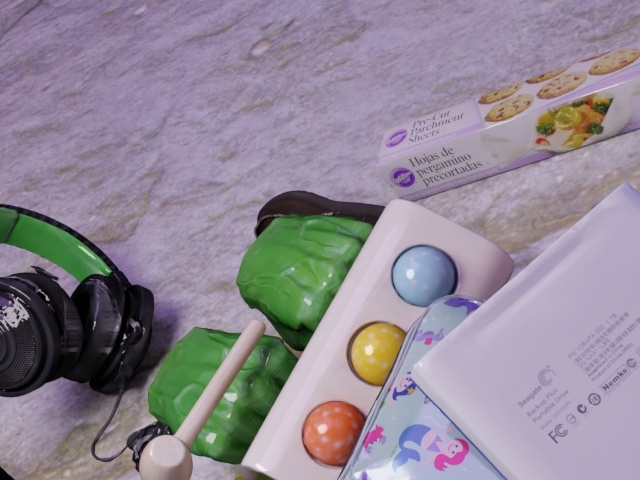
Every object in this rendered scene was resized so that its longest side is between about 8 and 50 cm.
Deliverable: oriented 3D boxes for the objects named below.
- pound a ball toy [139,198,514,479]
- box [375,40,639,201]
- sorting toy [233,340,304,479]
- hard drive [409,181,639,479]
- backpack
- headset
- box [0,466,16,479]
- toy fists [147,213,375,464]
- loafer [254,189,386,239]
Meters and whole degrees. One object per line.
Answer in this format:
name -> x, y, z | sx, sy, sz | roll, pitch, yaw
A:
pound a ball toy -> 0.005, 0.111, 1.339 | 0.208, 0.136, 0.319 | 28, 71, 9
box -> 0.210, -0.121, 1.618 | 0.324, 0.063, 0.067 | -17, 36, 32
sorting toy -> 0.009, 0.173, 1.475 | 0.307, 0.041, 0.229 | -49, 37, -16
hard drive -> 0.245, 0.137, 1.038 | 0.210, 0.319, 0.040 | -39, -15, -17
backpack -> 0.153, 0.171, 1.151 | 0.253, 0.191, 0.225 | 20, 66, 20
headset -> -0.267, 0.084, 1.694 | 0.185, 0.243, 0.394 | -54, 55, 25
box -> -0.382, 0.433, 1.297 | 0.472, 0.297, 0.480 | -47, 32, -9
toy fists -> -0.041, 0.092, 1.494 | 0.279, 0.096, 0.142 | -52, 31, -18
loafer -> 0.000, 0.000, 1.658 | 0.220, 0.080, 0.078 | 2, 46, 47
